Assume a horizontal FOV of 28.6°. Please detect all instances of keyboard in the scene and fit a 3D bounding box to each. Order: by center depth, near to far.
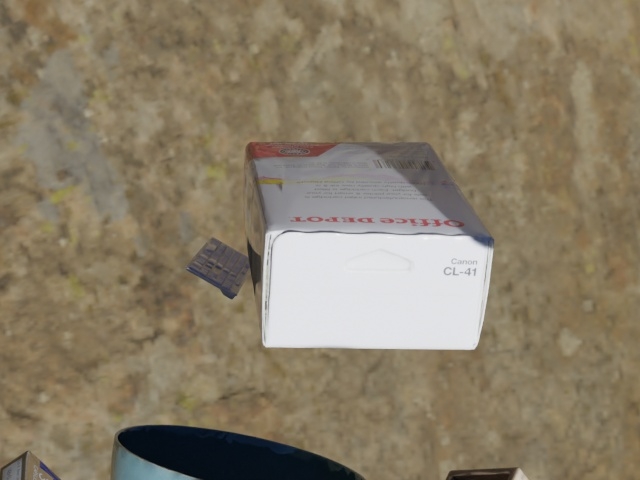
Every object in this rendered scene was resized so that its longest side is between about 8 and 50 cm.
[{"bbox_3d":[-0.129,0.032,1.660,0.072,0.014,0.256,36,8,-3],"label":"keyboard"}]

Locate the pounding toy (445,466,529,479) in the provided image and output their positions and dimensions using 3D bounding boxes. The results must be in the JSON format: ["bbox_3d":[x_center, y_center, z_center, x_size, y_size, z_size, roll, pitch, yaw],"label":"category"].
[{"bbox_3d":[0.234,0.422,1.728,0.094,0.181,0.206,52,48,-24],"label":"pounding toy"}]

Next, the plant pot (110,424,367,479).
[{"bbox_3d":[-0.106,0.337,1.400,0.290,0.290,0.195,11,92,-48],"label":"plant pot"}]

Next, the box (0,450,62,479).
[{"bbox_3d":[-0.175,0.284,1.009,0.225,0.036,0.136,53,8,-28],"label":"box"}]

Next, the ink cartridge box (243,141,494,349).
[{"bbox_3d":[0.036,-0.005,1.342,0.306,0.226,0.131,-104,-163,-66],"label":"ink cartridge box"}]
